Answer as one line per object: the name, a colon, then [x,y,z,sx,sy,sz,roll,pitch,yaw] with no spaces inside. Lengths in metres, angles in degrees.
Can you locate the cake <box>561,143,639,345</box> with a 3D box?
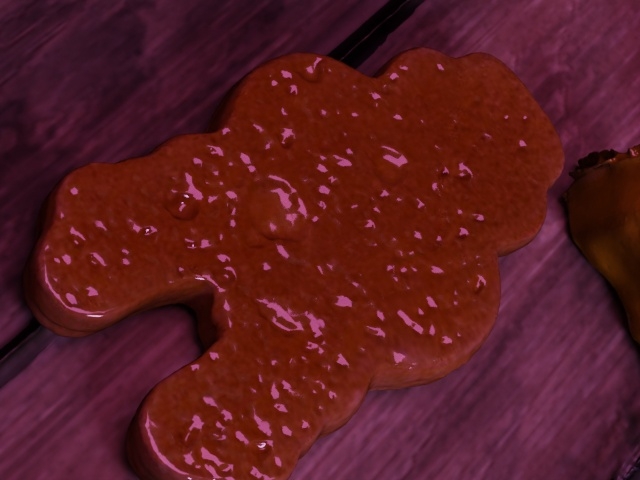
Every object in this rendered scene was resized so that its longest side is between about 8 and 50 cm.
cake: [0.195,0.030,1.088,0.080,0.116,0.185,-39,118,-30]

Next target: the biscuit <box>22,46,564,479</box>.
biscuit: [0.000,0.000,1.003,0.334,0.047,0.202,-34,84,-31]
